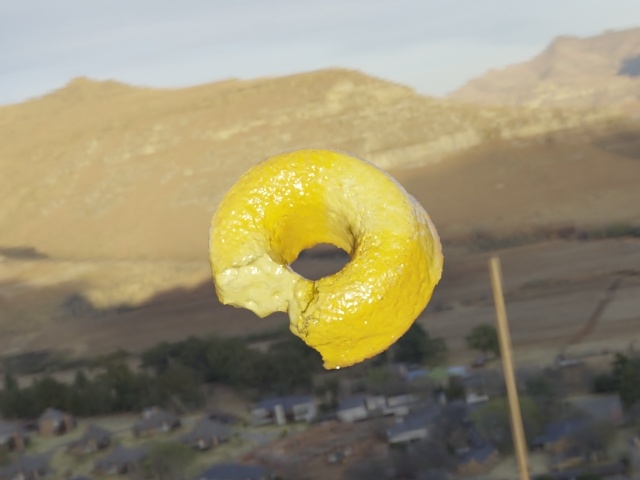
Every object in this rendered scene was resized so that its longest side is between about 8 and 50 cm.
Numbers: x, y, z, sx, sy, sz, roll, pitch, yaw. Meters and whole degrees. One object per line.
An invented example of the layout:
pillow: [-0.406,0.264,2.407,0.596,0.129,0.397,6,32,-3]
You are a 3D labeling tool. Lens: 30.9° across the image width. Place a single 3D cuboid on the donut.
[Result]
donut: [0.000,0.000,0.518,0.108,0.097,0.043,22,-21,24]
